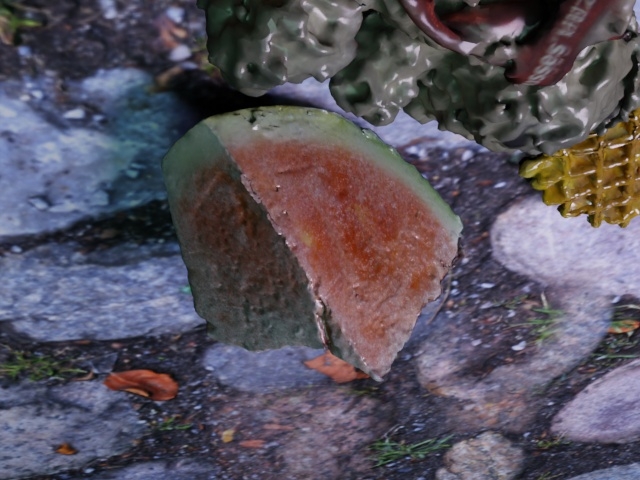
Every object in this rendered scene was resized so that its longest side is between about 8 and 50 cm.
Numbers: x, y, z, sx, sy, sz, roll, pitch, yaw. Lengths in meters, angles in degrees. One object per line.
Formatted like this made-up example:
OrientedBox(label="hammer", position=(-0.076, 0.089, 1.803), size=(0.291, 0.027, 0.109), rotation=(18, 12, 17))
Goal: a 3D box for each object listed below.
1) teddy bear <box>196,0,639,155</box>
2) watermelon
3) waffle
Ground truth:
OrientedBox(label="teddy bear", position=(0.150, -0.158, 0.598), size=(0.358, 0.224, 0.367), rotation=(-12, 147, 32))
OrientedBox(label="watermelon", position=(0.000, 0.000, 0.753), size=(0.193, 0.231, 0.310), rotation=(6, 171, 35))
OrientedBox(label="waffle", position=(0.341, -0.097, 0.833), size=(0.232, 0.051, 0.228), rotation=(17, 133, -31))
